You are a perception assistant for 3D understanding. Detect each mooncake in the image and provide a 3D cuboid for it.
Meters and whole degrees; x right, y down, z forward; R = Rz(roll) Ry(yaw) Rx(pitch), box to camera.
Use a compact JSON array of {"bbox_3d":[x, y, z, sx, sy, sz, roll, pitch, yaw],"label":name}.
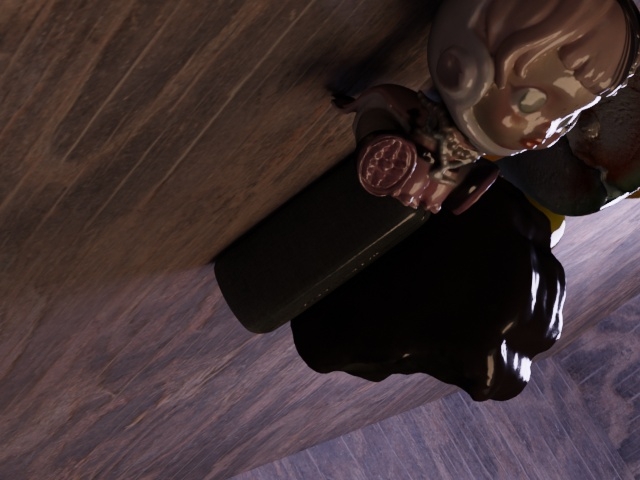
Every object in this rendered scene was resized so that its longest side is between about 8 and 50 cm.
[{"bbox_3d":[0.166,0.063,2.073,0.212,0.381,0.351,23,85,-52],"label":"mooncake"}]

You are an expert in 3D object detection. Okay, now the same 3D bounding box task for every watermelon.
[{"bbox_3d":[0.388,-0.184,2.051,0.289,0.214,0.320,-34,-152,-1],"label":"watermelon"}]

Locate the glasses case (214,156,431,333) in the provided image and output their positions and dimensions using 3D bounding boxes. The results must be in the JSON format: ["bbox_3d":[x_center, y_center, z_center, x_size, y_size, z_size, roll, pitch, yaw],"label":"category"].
[{"bbox_3d":[0.000,0.000,2.005,0.323,0.131,0.074,-36,162,19],"label":"glasses case"}]

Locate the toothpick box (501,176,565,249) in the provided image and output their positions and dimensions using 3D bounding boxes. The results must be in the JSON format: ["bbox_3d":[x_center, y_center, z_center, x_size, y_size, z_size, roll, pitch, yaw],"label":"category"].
[{"bbox_3d":[0.277,-0.015,2.376,0.271,0.175,0.175,-21,162,-39],"label":"toothpick box"}]

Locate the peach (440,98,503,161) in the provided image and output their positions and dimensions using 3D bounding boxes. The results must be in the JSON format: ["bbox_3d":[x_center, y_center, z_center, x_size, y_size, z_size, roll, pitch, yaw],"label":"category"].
[{"bbox_3d":[0.223,-0.170,1.903,0.138,0.138,0.138,-28,163,-9],"label":"peach"}]

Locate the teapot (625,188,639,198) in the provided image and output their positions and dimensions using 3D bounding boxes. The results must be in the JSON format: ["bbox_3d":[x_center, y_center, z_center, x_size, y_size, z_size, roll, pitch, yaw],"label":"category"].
[{"bbox_3d":[0.505,-0.169,2.363,0.311,0.167,0.203,-9,-160,6],"label":"teapot"}]

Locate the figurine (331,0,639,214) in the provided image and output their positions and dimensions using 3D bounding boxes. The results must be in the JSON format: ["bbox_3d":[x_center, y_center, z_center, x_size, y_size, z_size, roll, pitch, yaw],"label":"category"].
[{"bbox_3d":[0.188,-0.189,1.640,0.361,0.211,0.253,-37,168,26],"label":"figurine"}]
